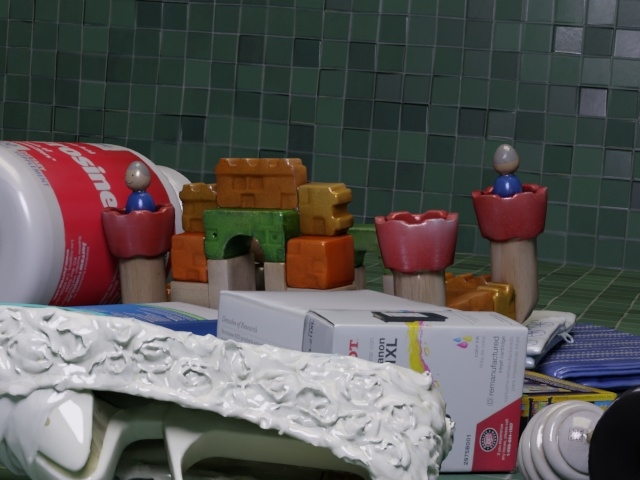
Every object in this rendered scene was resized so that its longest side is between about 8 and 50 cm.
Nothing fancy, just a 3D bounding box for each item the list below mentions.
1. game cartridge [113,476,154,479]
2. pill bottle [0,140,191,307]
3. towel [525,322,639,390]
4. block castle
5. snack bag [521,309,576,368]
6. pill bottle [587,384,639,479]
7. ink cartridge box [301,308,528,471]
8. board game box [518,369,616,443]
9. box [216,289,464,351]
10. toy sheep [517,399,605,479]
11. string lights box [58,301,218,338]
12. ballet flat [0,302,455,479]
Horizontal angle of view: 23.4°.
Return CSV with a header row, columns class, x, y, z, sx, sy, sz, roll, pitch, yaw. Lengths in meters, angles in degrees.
class,x,y,z,sx,sy,sz,roll,pitch,yaw
game cartridge,-0.142,0.179,1.148,0.083,0.017,0.056,4,2,0
pill bottle,-0.313,-0.006,1.890,0.229,0.229,0.407,7,6,27
towel,0.312,0.143,1.881,0.243,0.040,0.336,0,5,-20
block castle,0.000,0.000,1.744,0.453,0.213,0.303,3,10,33
snack bag,0.141,0.107,1.865,0.323,0.037,0.342,0,5,19
pill bottle,0.311,0.159,1.133,0.219,0.123,0.122,0,7,-38
ink cartridge box,0.075,0.126,1.290,0.175,0.128,0.072,2,8,-19
board game box,0.175,0.156,1.491,0.141,0.048,0.170,3,4,-33
box,0.022,0.114,1.429,0.181,0.119,0.182,1,6,-34
toy sheep,0.198,0.164,1.192,0.091,0.091,0.132,3,-26,-12
string lights box,-0.203,0.108,1.544,0.259,0.077,0.133,-1,7,-44
ballet flat,-0.110,0.131,1.073,0.408,0.147,0.147,6,5,2
